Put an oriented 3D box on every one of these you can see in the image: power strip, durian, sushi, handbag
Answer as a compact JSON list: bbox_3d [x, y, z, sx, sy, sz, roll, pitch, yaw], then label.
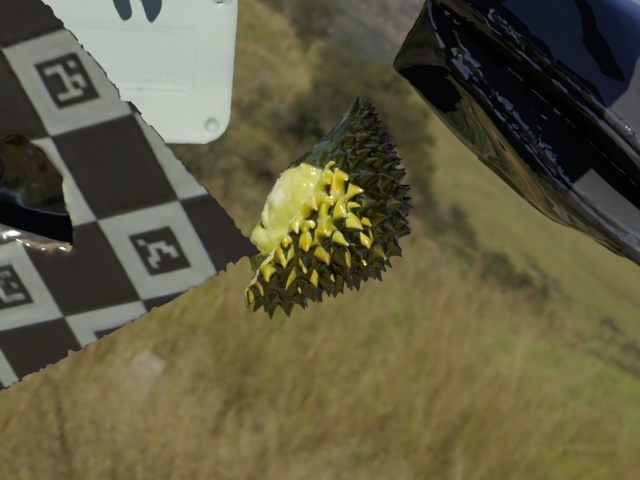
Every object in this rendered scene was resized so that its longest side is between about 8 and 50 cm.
[{"bbox_3d":[-0.188,-0.220,1.593,0.229,0.261,0.141,2,13,-15],"label":"power strip"},{"bbox_3d":[0.000,0.000,1.221,0.102,0.208,0.146,35,60,-3],"label":"durian"},{"bbox_3d":[-0.244,-0.070,1.121,0.339,0.320,0.069,49,36,-15],"label":"sushi"},{"bbox_3d":[0.242,-0.046,1.196,0.342,0.152,0.288,12,31,-47],"label":"handbag"}]
